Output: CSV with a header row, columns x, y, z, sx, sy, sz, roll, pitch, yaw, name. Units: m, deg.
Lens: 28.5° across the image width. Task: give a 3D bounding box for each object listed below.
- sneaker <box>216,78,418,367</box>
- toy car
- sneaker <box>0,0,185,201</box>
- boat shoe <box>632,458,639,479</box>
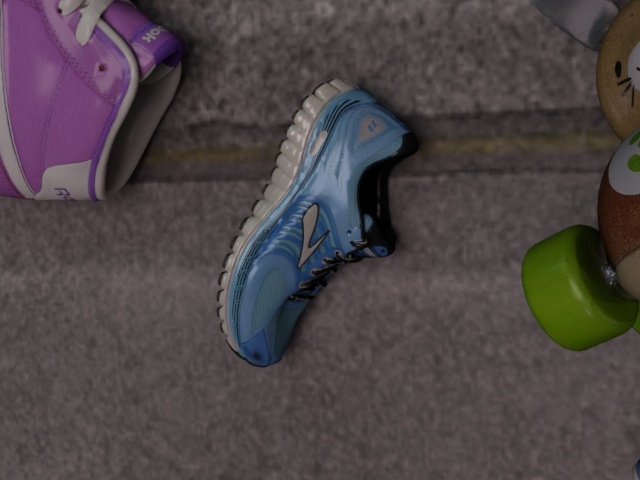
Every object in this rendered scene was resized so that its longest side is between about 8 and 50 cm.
x,y,z,sx,sy,sz,roll,pitch,yaw,name
0.000,0.000,0.665,0.073,0.063,0.162,28,107,16,sneaker
0.159,-0.068,0.550,0.155,0.149,0.188,-30,70,36,toy car
-0.143,-0.159,0.698,0.161,0.102,0.282,10,111,20,sneaker
0.229,0.150,0.581,0.183,0.066,0.066,40,106,5,boat shoe
